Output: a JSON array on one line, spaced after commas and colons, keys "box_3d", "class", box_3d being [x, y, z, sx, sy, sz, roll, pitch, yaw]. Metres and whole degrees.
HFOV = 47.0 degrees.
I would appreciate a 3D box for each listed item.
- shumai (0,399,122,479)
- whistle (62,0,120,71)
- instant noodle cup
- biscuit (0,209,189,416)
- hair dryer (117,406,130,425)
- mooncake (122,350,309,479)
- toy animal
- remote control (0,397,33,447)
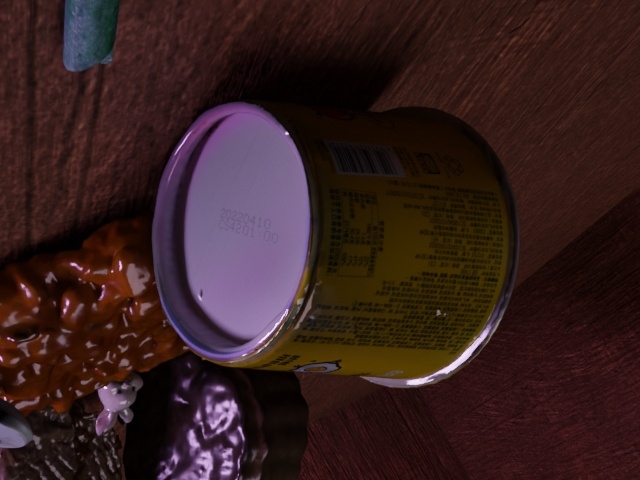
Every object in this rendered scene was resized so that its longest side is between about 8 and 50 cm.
[{"box_3d": [-0.498, 0.371, 1.211, 0.283, 0.217, 0.346, 2, 142, 26], "class": "shumai"}, {"box_3d": [-0.145, -0.178, 0.472, 0.039, 0.039, 0.186, -19, 160, -29], "class": "whistle"}, {"box_3d": [0.000, 0.000, 0.756, 0.254, 0.325, 0.325, 4, 143, -44], "class": "instant noodle cup"}, {"box_3d": [-0.286, 0.103, 0.880, 0.312, 0.110, 0.318, -25, 161, -11], "class": "biscuit"}, {"box_3d": [-0.371, 0.336, 1.473, 0.106, 0.054, 0.154, -20, 170, -38], "class": "hair dryer"}, {"box_3d": [-0.193, 0.334, 1.296, 0.324, 0.324, 0.187, -36, 155, 19], "class": "mooncake"}, {"box_3d": [-0.312, 0.214, 1.104, 0.085, 0.124, 0.071, -37, 165, 25], "class": "toy animal"}, {"box_3d": [-0.424, 0.169, 0.762, 0.256, 0.045, 0.097, 13, 141, -6], "class": "remote control"}]
